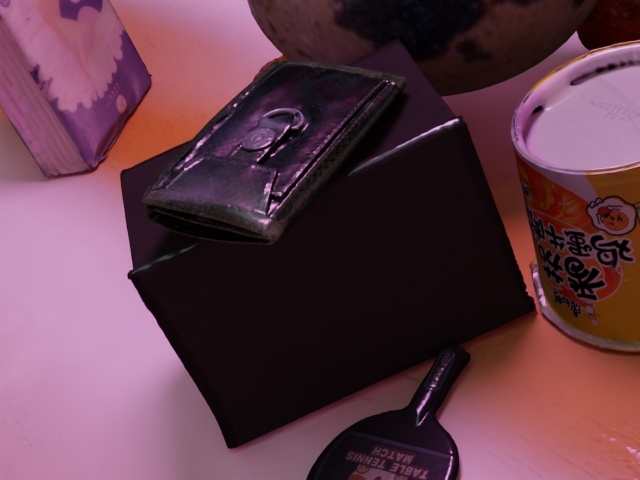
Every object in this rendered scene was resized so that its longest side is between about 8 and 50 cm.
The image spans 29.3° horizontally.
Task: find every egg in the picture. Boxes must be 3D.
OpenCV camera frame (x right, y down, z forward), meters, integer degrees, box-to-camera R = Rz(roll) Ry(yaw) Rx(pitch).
[{"bbox_3d":[0.114,-0.331,1.358,0.428,0.345,0.345,-7,39,22],"label":"egg"}]

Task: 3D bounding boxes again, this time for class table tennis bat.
[{"bbox_3d":[0.075,0.193,1.149,0.150,0.027,0.236,8,50,39],"label":"table tennis bat"}]

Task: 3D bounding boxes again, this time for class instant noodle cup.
[{"bbox_3d":[0.307,-0.053,1.161,0.264,0.200,0.264,-16,36,12],"label":"instant noodle cup"}]

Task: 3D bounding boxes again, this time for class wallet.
[{"bbox_3d":[-0.041,-0.090,1.128,0.160,0.055,0.236,12,50,34],"label":"wallet"}]

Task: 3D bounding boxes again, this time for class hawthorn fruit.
[{"bbox_3d":[0.386,-0.298,1.454,0.179,0.173,0.173,-19,35,21],"label":"hawthorn fruit"}]

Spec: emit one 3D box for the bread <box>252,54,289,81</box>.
[{"bbox_3d":[0.016,-0.176,1.572,0.230,0.123,0.230,-17,34,12],"label":"bread"}]

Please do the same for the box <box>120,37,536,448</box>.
[{"bbox_3d":[0.000,0.001,1.242,0.345,0.251,0.204,-24,35,3],"label":"box"}]

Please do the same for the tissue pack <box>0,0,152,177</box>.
[{"bbox_3d":[-0.401,-0.299,1.802,0.125,0.344,0.242,-4,41,27],"label":"tissue pack"}]
